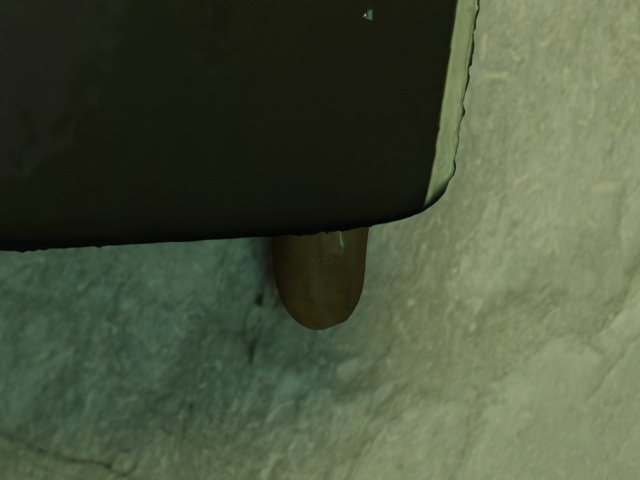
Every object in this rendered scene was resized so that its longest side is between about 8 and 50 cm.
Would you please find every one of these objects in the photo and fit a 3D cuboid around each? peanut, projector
[{"bbox_3d":[0.000,0.000,1.392,0.076,0.076,0.152,-15,119,-30],"label":"peanut"},{"bbox_3d":[-0.117,-0.211,1.134,0.405,0.242,0.395,-4,111,-32],"label":"projector"}]
